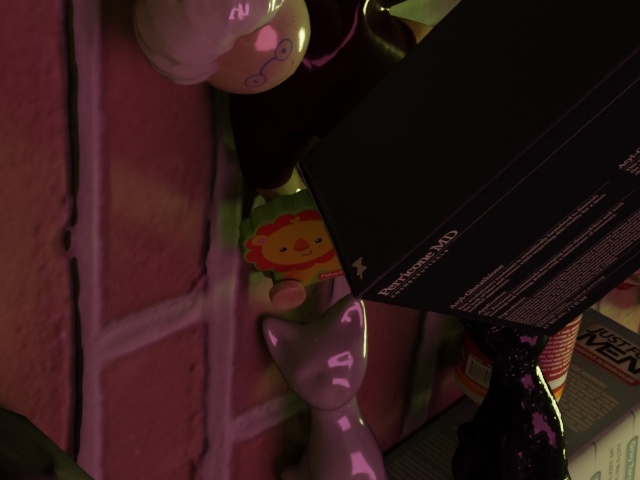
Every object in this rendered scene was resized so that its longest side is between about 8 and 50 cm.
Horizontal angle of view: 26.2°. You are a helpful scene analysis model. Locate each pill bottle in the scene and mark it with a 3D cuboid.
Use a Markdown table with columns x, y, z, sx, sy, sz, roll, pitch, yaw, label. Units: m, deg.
| x | y | z | sx | sy | sz | roll | pitch | yaw | label |
| --- | --- | --- | --- | --- | --- | --- | --- | --- | --- |
| 0.157 | 0.049 | 1.043 | 0.086 | 0.086 | 0.152 | -14 | 125 | -41 | pill bottle |

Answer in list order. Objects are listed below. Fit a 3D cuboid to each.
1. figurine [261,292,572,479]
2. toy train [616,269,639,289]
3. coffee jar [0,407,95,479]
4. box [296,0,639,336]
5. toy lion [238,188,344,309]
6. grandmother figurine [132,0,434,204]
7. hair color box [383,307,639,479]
| x | y | z | sx | sy | sz | roll | pitch | yaw | label |
| --- | --- | --- | --- | --- | --- | --- | --- | --- | --- |
| 0.068 | 0.115 | 0.957 | 0.215 | 0.092 | 0.209 | -12 | 121 | -6 | figurine |
| 0.312 | -0.014 | 1.162 | 0.248 | 0.105 | 0.143 | 29 | 82 | -51 | toy train |
| -0.200 | 0.184 | 0.749 | 0.184 | 0.096 | 0.079 | -57 | 144 | 0 | coffee jar |
| 0.145 | -0.069 | 0.737 | 0.184 | 0.103 | 0.261 | 11 | 135 | -47 | box |
| 0.000 | 0.000 | 0.848 | 0.100 | 0.034 | 0.096 | -10 | 146 | -8 | toy lion |
| 0.027 | -0.095 | 0.800 | 0.342 | 0.104 | 0.208 | 16 | 108 | -50 | grandmother figurine |
| 0.139 | 0.234 | 1.125 | 0.374 | 0.113 | 0.185 | -30 | 134 | -29 | hair color box |
